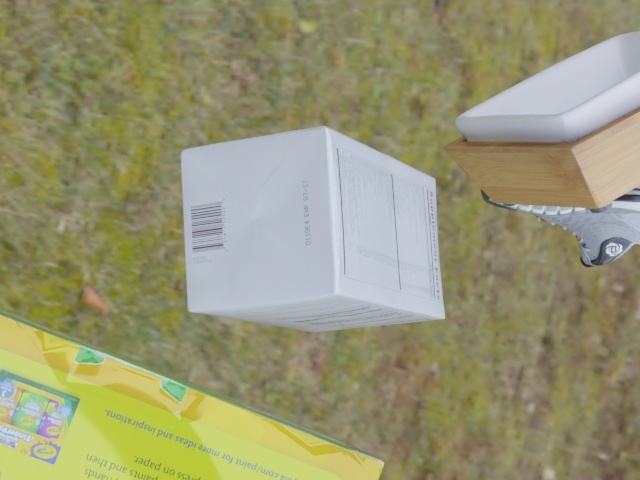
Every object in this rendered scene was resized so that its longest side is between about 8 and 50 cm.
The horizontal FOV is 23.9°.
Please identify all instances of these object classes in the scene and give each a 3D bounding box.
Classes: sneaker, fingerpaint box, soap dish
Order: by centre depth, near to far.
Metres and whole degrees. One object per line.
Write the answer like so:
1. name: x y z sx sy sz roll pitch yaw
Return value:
1. fingerpaint box: -0.229 0.264 1.224 0.445 0.163 0.371 22 84 -14
2. soap dish: 0.314 -0.133 1.641 0.291 0.229 0.118 -27 106 -25
3. sneaker: 0.327 -0.020 2.009 0.086 0.228 0.132 -64 154 -50

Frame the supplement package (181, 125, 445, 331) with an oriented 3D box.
1. supplement package: 0.000 0.000 1.287 0.244 0.134 0.139 18 67 -64
